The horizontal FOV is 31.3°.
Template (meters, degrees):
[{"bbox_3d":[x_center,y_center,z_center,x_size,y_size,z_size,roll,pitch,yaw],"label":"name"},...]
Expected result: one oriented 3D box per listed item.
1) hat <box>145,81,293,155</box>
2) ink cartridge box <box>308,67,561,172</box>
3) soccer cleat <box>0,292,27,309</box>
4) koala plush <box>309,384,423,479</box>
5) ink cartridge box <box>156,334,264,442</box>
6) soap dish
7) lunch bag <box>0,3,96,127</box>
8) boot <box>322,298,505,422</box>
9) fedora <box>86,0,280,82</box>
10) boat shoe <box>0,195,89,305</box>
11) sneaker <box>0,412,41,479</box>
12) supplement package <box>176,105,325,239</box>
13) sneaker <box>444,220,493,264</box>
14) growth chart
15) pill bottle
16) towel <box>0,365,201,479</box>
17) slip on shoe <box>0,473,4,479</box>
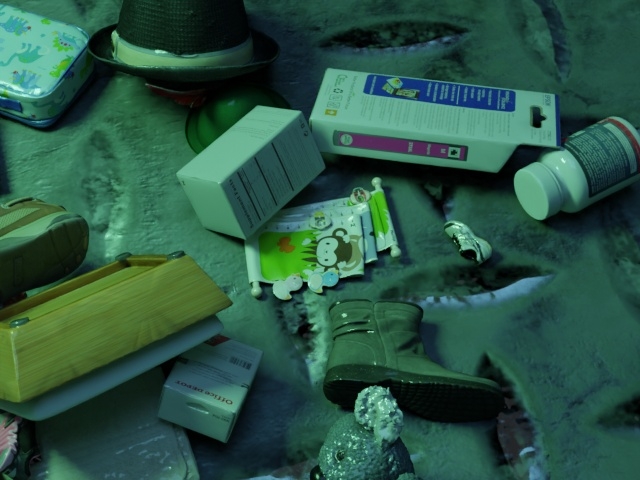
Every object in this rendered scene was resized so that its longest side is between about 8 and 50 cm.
[{"bbox_3d":[-0.133,-0.225,1.724,0.172,0.184,0.209,13,55,11],"label":"hat"},{"bbox_3d":[0.175,-0.183,1.741,0.370,0.069,0.176,6,34,7],"label":"ink cartridge box"},{"bbox_3d":[-0.461,0.069,1.573,0.095,0.083,0.248,-25,55,-2],"label":"soccer cleat"},{"bbox_3d":[0.067,0.300,1.348,0.203,0.196,0.221,-5,52,-19],"label":"koala plush"},{"bbox_3d":[-0.140,0.183,1.463,0.099,0.056,0.135,21,32,2],"label":"ink cartridge box"},{"bbox_3d":[-0.287,0.109,1.430,0.290,0.118,0.229,-24,12,-30],"label":"soap dish"},{"bbox_3d":[-0.485,-0.279,1.818,0.218,0.090,0.176,19,54,12],"label":"lunch bag"},{"bbox_3d":[0.126,0.146,1.522,0.246,0.083,0.161,8,48,3],"label":"boot"},{"bbox_3d":[-0.210,-0.358,1.767,0.333,0.153,0.334,3,24,-1],"label":"fedora"},{"bbox_3d":[-0.454,0.026,1.471,0.116,0.123,0.324,35,36,29],"label":"boat shoe"},{"bbox_3d":[-0.366,0.249,1.404,0.057,0.047,0.119,41,30,-24],"label":"sneaker"},{"bbox_3d":[-0.099,-0.102,1.663,0.105,0.105,0.179,15,49,46],"label":"supplement package"},{"bbox_3d":[0.208,0.003,1.655,0.083,0.032,0.037,36,60,24],"label":"sneaker"},{"bbox_3d":[0.000,0.000,1.661,0.237,0.021,0.172,-14,54,-8],"label":"growth chart"},{"bbox_3d":[0.382,-0.103,1.689,0.180,0.108,0.108,-25,58,-19],"label":"pill bottle"},{"bbox_3d":[-0.303,0.275,1.436,0.282,0.049,0.187,-15,54,-11],"label":"towel"},{"bbox_3d":[-0.411,0.279,1.377,0.051,0.041,0.135,-19,55,-12],"label":"slip on shoe"}]
